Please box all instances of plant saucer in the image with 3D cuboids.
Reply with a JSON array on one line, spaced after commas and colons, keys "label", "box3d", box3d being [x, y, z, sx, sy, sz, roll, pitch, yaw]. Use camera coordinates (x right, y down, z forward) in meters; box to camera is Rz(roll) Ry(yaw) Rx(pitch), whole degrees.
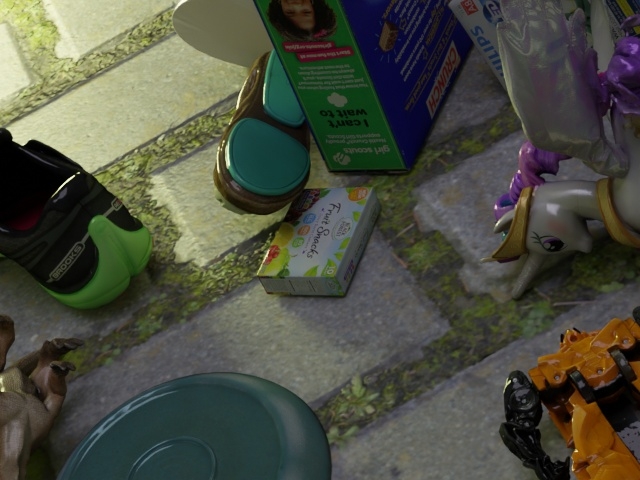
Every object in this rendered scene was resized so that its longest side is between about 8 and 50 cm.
[{"label": "plant saucer", "box3d": [-0.145, 0.249, 1.476, 0.318, 0.043, 0.317, -14, 43, 13]}]

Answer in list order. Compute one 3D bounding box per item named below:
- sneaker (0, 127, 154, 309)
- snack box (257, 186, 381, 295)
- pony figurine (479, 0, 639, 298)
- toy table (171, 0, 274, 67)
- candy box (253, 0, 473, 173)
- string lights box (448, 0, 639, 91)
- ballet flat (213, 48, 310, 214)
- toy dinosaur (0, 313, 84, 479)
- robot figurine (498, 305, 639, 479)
[{"label": "sneaker", "box3d": [-0.408, -0.066, 1.819, 0.483, 0.202, 0.185, 12, 53, 36]}, {"label": "snack box", "box3d": [0.000, 0.000, 1.666, 0.100, 0.037, 0.141, 0, 47, 27]}, {"label": "pony figurine", "box3d": [0.313, -0.111, 1.427, 0.364, 0.350, 0.303, 0, 12, 29]}, {"label": "toy table", "box3d": [-0.055, -0.336, 1.913, 0.274, 0.252, 0.160, 9, 66, 29]}, {"label": "candy box", "box3d": [0.055, -0.281, 1.721, 0.122, 0.317, 0.268, 2, 46, 30]}, {"label": "string lights box", "box3d": [0.289, -0.278, 1.666, 0.260, 0.133, 0.076, -20, 24, 44]}, {"label": "ballet flat", "box3d": [-0.076, -0.108, 1.760, 0.124, 0.116, 0.342, -54, 17, 33]}, {"label": "toy dinosaur", "box3d": [-0.342, 0.201, 1.581, 0.127, 0.200, 0.295, 13, 17, -9]}, {"label": "robot figurine", "box3d": [0.285, 0.184, 1.291, 0.211, 0.085, 0.291, -26, 41, -1]}]
